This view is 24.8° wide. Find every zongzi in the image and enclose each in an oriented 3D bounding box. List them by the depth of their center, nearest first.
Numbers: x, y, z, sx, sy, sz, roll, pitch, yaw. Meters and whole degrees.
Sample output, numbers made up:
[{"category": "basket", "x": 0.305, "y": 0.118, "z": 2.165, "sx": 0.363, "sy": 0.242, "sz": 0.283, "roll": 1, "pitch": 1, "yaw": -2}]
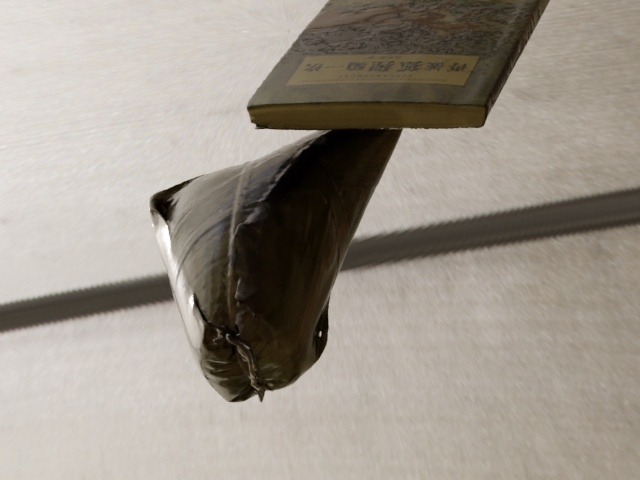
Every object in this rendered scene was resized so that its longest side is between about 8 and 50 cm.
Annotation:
[{"category": "zongzi", "x": 0.000, "y": 0.000, "z": 0.923, "sx": 0.204, "sy": 0.205, "sz": 0.094, "roll": -29, "pitch": -60, "yaw": 1}]

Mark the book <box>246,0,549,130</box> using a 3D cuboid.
[{"category": "book", "x": 0.062, "y": -0.134, "z": 0.980, "sx": 0.160, "sy": 0.228, "sz": 0.024, "roll": 1, "pitch": -59, "yaw": 22}]
